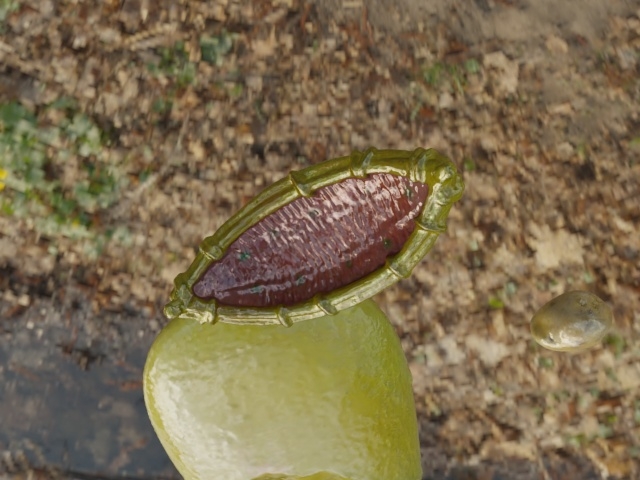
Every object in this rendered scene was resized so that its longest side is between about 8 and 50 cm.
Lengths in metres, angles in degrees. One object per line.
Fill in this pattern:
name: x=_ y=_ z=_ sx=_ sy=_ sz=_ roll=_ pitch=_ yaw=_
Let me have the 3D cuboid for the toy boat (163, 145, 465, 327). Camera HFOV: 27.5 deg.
toy boat: x=0.001 y=-0.001 z=1.215 sx=0.318 sy=0.099 sz=0.141 roll=-26 pitch=92 yaw=23

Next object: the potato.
potato: x=0.264 y=0.086 z=1.381 sx=0.083 sy=0.068 sz=0.062 roll=-31 pitch=102 yaw=31

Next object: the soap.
soap: x=-0.036 y=0.209 z=1.549 sx=0.306 sy=0.115 sz=0.427 roll=-14 pitch=131 yaw=6
